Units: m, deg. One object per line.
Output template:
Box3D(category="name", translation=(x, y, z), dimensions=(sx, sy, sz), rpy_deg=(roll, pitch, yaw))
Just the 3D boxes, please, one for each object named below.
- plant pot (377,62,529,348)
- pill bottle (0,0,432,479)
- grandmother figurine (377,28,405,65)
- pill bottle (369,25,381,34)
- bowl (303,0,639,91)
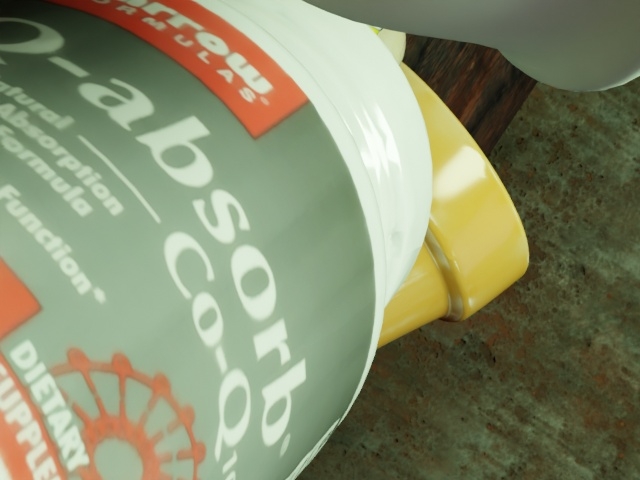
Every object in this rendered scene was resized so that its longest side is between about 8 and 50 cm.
Box3D(category="plant pot", translation=(0.000, 0.000, 1.201), dimensions=(0.188, 0.205, 0.205), rpy_deg=(-39, 168, -13))
Box3D(category="pill bottle", translation=(-0.101, 0.026, 0.598), dimensions=(0.210, 0.210, 0.363), rpy_deg=(-61, 171, 29))
Box3D(category="grandmother figurine", translation=(0.038, -0.179, 0.986), dimensions=(0.208, 0.104, 0.342), rpy_deg=(-52, 170, -37))
Box3D(category="pill bottle", translation=(0.014, -0.180, 0.783), dimensions=(0.215, 0.117, 0.117), rpy_deg=(-57, 172, 8))
Box3D(category="bowl", translation=(0.002, -0.182, 0.453), dimensions=(0.298, 0.134, 0.298), rpy_deg=(175, -90, -78))
